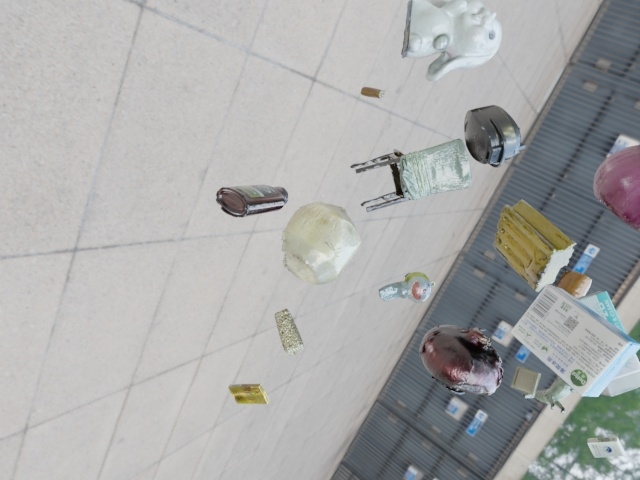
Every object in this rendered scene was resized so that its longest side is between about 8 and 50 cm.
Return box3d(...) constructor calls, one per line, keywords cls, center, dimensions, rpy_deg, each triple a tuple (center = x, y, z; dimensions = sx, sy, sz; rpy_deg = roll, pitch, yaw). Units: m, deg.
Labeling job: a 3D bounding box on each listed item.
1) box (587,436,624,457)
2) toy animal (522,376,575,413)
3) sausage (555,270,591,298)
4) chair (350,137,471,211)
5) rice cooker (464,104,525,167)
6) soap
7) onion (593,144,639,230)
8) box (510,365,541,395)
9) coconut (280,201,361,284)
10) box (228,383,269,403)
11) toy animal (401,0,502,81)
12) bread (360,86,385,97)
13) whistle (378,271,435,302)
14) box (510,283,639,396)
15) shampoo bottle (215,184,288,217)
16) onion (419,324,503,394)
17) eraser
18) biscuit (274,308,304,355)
box3d(cls="box", center=(0.851, 0.617, 1.405), dimensions=(0.083, 0.054, 0.024), rpy_deg=(-24, -176, 38))
box3d(cls="toy animal", center=(0.866, 0.552, 1.735), dimensions=(0.217, 0.073, 0.176), rpy_deg=(-42, -168, 11))
box3d(cls="sausage", center=(0.839, 0.235, 1.608), dimensions=(0.109, 0.109, 0.271), rpy_deg=(52, 57, -66))
box3d(cls="chair", center=(0.268, -0.202, 1.432), dimensions=(0.186, 0.319, 0.160), rpy_deg=(-103, 176, -78))
box3d(cls="rice cooker", center=(0.409, -0.253, 1.130), dimensions=(0.106, 0.165, 0.112), rpy_deg=(-19, 142, -9))
box3d(cls="soap", center=(0.817, 0.021, 1.842), dimensions=(0.143, 0.281, 0.259), rpy_deg=(-21, 140, -15))
box3d(cls="onion", center=(1.111, -0.189, 1.567), dimensions=(0.358, 0.358, 0.345), rpy_deg=(-32, 128, -46))
box3d(cls="box", center=(0.724, 0.492, 1.659), dimensions=(0.035, 0.079, 0.083), rpy_deg=(35, 74, -48))
box3d(cls="coconut", center=(0.000, 0.000, 2.100), dimensions=(0.360, 0.346, 0.346), rpy_deg=(-51, 157, -22))
box3d(cls="box", center=(-0.276, 0.588, 1.804), dimensions=(0.022, 0.156, 0.089), rpy_deg=(-50, 124, -52))
box3d(cls="toy animal", center=(0.355, -0.571, 1.333), dimensions=(0.249, 0.289, 0.174), rpy_deg=(-63, 172, -10))
box3d(cls="bread", center=(0.198, -0.558, 1.781), dimensions=(0.047, 0.083, 0.036), rpy_deg=(-36, 138, -51))
box3d(cls="whistle", center=(0.333, 0.187, 1.794), dimensions=(0.223, 0.123, 0.123), rpy_deg=(-11, 143, -8))
box3d(cls="box", center=(0.520, 0.204, 0.976), dimensions=(0.073, 0.194, 0.139), rpy_deg=(16, 112, -37))
box3d(cls="shampoo bottle", center=(-0.207, -0.138, 1.563), dimensions=(0.323, 0.129, 0.084), rpy_deg=(-19, 135, -65))
box3d(cls="onion", center=(0.508, 0.412, 1.684), dimensions=(0.314, 0.314, 0.232), rpy_deg=(-14, 127, -59))
box3d(cls="eraser", center=(0.660, 0.236, 1.099), dimensions=(0.095, 0.225, 0.052), rpy_deg=(-17, 167, -3))
box3d(cls="biscuit", center=(-0.116, 0.333, 1.713), dimensions=(0.070, 0.168, 0.082), rpy_deg=(-22, 152, -3))
